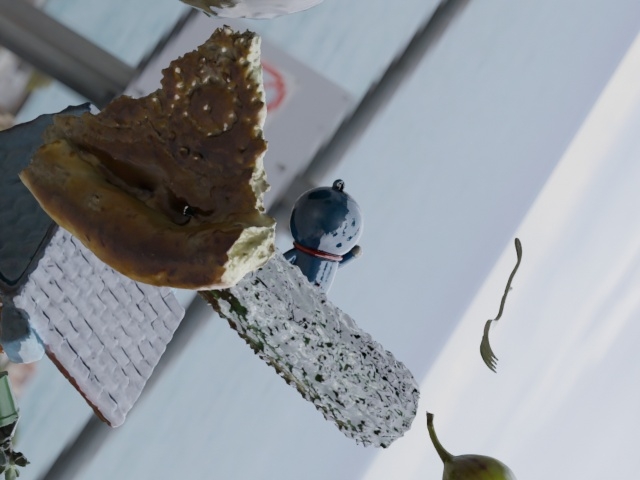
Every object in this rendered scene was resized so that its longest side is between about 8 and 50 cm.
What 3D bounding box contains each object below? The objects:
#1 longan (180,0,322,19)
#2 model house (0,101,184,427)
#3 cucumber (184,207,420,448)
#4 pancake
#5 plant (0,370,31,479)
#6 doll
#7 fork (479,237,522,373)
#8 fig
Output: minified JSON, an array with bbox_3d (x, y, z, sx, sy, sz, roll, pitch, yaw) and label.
[{"bbox_3d":[-0.078,-0.461,2.149,0.391,0.391,0.391,-57,174,-9],"label":"longan"},{"bbox_3d":[-0.356,0.079,2.370,0.360,0.297,0.339,62,15,-46],"label":"model house"},{"bbox_3d":[-0.032,0.072,1.681,0.359,0.096,0.096,46,71,-39],"label":"cucumber"},{"bbox_3d":[-0.132,-0.080,1.475,0.057,0.266,0.244,-12,133,-56],"label":"pancake"},{"bbox_3d":[-0.281,0.165,1.536,0.051,0.051,0.102,-41,122,-72],"label":"plant"},{"bbox_3d":[0.000,0.000,2.075,0.085,0.114,0.152,32,-73,60],"label":"doll"},{"bbox_3d":[0.216,0.069,2.129,0.219,0.028,0.034,-71,164,-45],"label":"fork"},{"bbox_3d":[0.179,0.270,2.073,0.093,0.093,0.166,-61,-154,26],"label":"fig"}]
